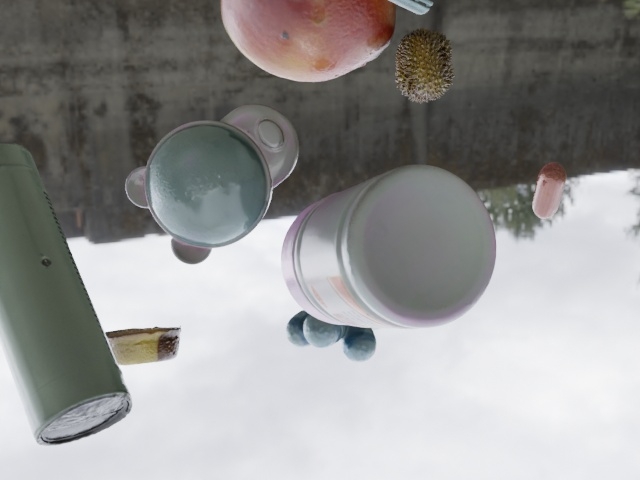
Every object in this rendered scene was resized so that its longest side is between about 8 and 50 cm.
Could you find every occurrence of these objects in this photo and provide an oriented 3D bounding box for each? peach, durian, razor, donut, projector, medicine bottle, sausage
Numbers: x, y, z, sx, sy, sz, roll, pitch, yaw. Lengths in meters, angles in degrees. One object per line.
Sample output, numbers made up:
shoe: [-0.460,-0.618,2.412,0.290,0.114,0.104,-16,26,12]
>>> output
peach: [-0.017,-0.512,1.815,0.388,0.389,0.388,-1,-164,0]
durian: [0.217,-0.363,1.849,0.136,0.168,0.158,-8,167,-17]
razor: [0.157,-0.492,1.412,0.106,0.232,0.068,19,-178,-23]
donut: [-0.369,0.215,1.811,0.184,0.074,0.166,-5,180,43]
projector: [-0.313,0.052,0.963,0.108,0.108,0.338,-13,-118,-34]
medicine bottle: [0.079,0.019,1.193,0.202,0.202,0.316,-6,177,-17]
sausage: [0.505,-0.111,1.943,0.062,0.154,0.062,-2,-125,3]

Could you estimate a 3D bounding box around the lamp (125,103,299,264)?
lamp: [-0.139,-0.092,1.230,0.246,0.179,0.108,-38,-172,0]

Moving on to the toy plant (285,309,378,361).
toy plant: [0.047,0.155,2.011,0.247,0.247,0.332,6,-159,23]
